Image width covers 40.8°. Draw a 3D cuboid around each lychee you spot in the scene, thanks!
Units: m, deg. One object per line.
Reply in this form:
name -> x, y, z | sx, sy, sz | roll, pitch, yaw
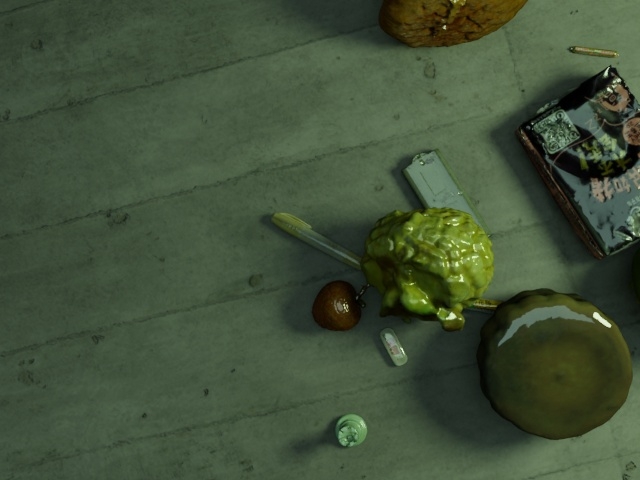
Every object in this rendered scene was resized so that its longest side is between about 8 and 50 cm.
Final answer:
lychee -> 0.045, 0.126, 1.777 | 0.101, 0.114, 0.140 | 36, 110, -17

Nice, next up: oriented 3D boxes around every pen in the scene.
pen -> 0.000, 0.000, 1.827 | 0.233, 0.032, 0.040 | 28, 66, 5

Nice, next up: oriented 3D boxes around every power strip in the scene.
power strip -> 0.272, -0.065, 1.799 | 0.092, 0.034, 0.268 | -32, 84, 2

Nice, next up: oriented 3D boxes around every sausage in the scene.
sausage -> 0.321, 0.132, 1.783 | 0.223, 0.029, 0.030 | 8, 87, 6
sausage -> 0.574, -0.395, 1.800 | 0.100, 0.015, 0.015 | 9, 87, 6

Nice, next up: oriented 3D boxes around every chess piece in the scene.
chess piece -> 0.060, 0.392, 1.755 | 0.067, 0.103, 0.067 | 0, 85, 6

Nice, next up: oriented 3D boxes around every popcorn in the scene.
popcorn -> 0.210, 0.047, 1.690 | 0.270, 0.224, 0.258 | 49, 128, 24

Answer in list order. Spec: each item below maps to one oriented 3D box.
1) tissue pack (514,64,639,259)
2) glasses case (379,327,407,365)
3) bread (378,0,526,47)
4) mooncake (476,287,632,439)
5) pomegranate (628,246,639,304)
tissue pack -> 0.574, -0.152, 1.735 | 0.245, 0.123, 0.333 | -33, 80, 8
glasses case -> 0.153, 0.222, 1.798 | 0.032, 0.021, 0.083 | -29, 84, 5
bread -> 0.260, -0.502, 1.697 | 0.312, 0.312, 0.173 | -12, 76, 5
mooncake -> 0.447, 0.235, 1.686 | 0.290, 0.161, 0.291 | 1, 97, 4
pomegranate -> 0.754, 0.071, 1.651 | 0.340, 0.260, 0.261 | -26, 83, -26
